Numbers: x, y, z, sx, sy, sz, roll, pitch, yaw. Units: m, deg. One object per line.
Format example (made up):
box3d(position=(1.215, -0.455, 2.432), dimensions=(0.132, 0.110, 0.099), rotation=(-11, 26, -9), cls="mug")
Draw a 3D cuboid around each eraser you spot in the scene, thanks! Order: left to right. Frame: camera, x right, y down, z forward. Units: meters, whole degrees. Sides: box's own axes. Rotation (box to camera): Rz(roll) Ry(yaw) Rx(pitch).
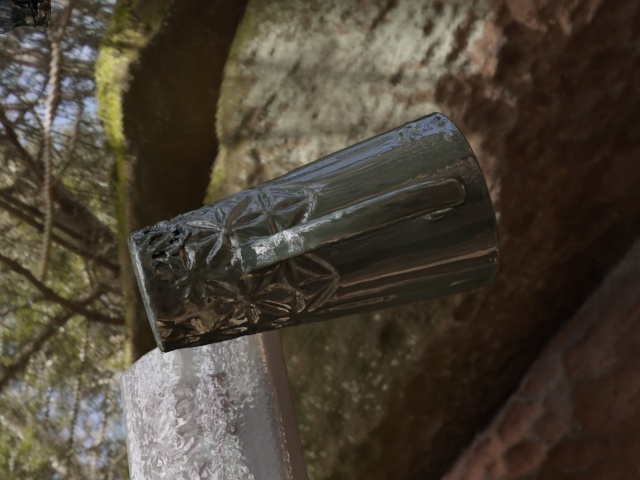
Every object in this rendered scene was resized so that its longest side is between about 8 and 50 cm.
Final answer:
box3d(position=(-0.099, 0.223, 0.968), dimensions=(0.174, 0.270, 0.095), rotation=(-26, -35, 18), cls="eraser")

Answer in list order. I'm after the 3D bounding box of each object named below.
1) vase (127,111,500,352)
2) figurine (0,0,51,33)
box3d(position=(0.000, 0.000, 0.832), dimensions=(0.301, 0.251, 0.156), rotation=(-17, -94, -11), cls="vase")
box3d(position=(-0.348, -0.239, 1.009), dimensions=(0.149, 0.087, 0.086), rotation=(-4, -107, -26), cls="figurine")
